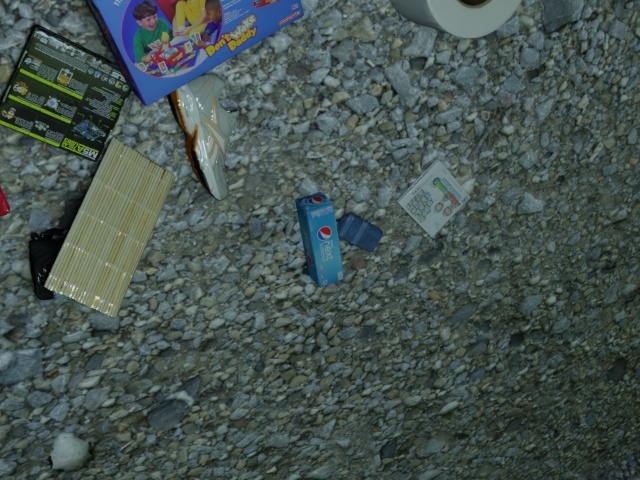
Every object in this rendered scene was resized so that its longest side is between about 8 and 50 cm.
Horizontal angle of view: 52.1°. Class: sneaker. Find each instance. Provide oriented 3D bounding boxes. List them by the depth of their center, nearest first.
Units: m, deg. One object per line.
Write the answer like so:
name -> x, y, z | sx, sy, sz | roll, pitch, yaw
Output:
sneaker -> -0.206, -0.203, 1.293 | 0.121, 0.099, 0.262 | -24, 125, -18

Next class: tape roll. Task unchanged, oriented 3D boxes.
tape roll -> 0.268, -0.539, 1.295 | 0.246, 0.169, 0.246 | -11, 119, -21

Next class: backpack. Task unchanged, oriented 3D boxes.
backpack -> -0.468, 0.053, 1.284 | 0.182, 0.152, 0.115 | -4, 132, -29

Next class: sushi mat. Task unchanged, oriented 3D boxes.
sushi mat -> -0.391, -0.026, 1.244 | 0.151, 0.019, 0.317 | 31, 68, -35

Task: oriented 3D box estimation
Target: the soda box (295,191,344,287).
soda box -> 0.000, 0.000, 1.510 | 0.067, 0.071, 0.210 | -19, 122, -17

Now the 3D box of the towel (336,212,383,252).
towel -> 0.092, -0.020, 1.570 | 0.119, 0.029, 0.067 | 27, 102, -33

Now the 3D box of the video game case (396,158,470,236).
video game case -> 0.282, -0.102, 1.623 | 0.143, 0.019, 0.157 | -47, 126, 4

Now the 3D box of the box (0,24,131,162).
box -> -0.455, -0.258, 1.175 | 0.190, 0.045, 0.184 | 22, 107, -33

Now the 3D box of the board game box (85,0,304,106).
board game box -> -0.207, -0.417, 1.118 | 0.347, 0.078, 0.233 | -34, 146, -14

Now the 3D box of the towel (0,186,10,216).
towel -> -0.717, -0.090, 1.146 | 0.274, 0.031, 0.199 | -19, 122, -15
